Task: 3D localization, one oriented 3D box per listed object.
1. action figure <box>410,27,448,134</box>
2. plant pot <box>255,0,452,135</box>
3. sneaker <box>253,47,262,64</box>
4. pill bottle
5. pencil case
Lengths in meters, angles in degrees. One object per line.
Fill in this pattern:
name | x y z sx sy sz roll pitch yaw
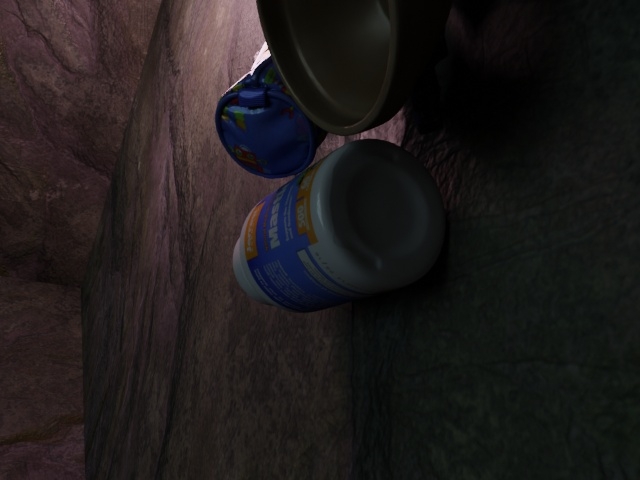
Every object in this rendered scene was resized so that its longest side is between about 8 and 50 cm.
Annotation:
action figure | 0.146 -0.286 0.643 0.330 0.179 0.341 -154 48 -69
plant pot | 0.038 -0.220 0.584 0.237 0.110 0.237 46 146 43
sneaker | -0.089 -0.334 1.185 0.089 0.051 0.170 19 99 59
pill bottle | 0.000 0.000 0.745 0.272 0.153 0.152 -25 57 58
pencil case | -0.019 -0.214 0.792 0.120 0.133 0.306 0 46 25
